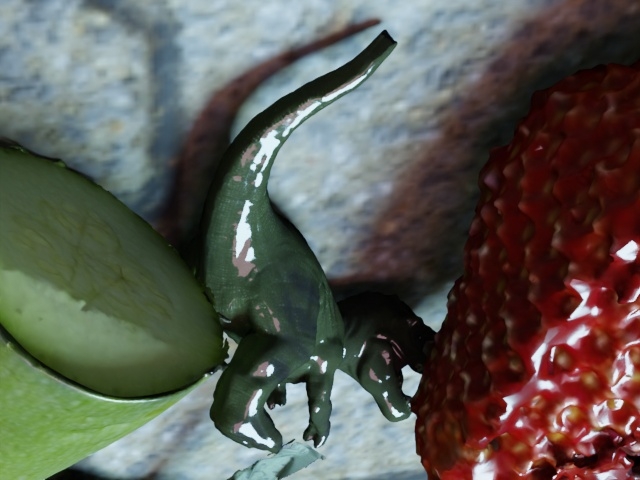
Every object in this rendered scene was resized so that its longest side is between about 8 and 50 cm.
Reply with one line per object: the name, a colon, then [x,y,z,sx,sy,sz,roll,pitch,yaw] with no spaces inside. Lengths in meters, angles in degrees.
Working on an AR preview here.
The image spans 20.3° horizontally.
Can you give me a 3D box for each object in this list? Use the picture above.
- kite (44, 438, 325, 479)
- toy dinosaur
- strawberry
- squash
kite: [-0.069,0.145,0.905,0.229,0.012,0.250,20,144,-20]
toy dinosaur: [0.000,0.000,0.775,0.187,0.087,0.179,21,97,-57]
strawberry: [0.147,0.024,0.721,0.188,0.106,0.286,34,113,-12]
squash: [-0.153,0.059,0.748,0.137,0.137,0.287,14,147,-30]
